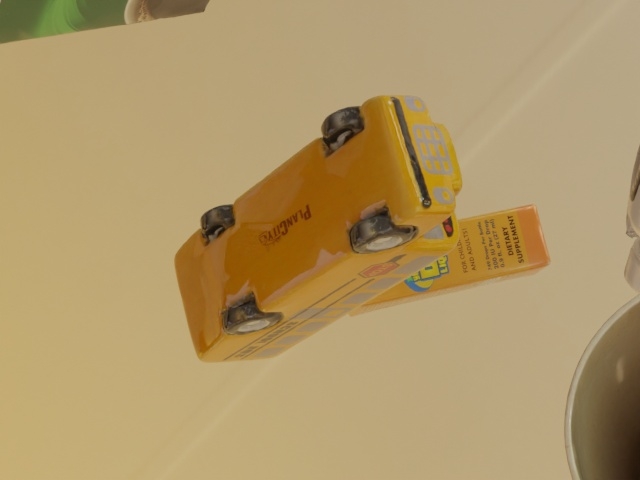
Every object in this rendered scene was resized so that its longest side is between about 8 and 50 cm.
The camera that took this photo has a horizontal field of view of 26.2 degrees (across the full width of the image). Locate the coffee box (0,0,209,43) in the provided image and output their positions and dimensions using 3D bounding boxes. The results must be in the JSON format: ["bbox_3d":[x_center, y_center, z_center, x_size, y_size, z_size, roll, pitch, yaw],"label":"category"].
[{"bbox_3d":[-0.110,-0.116,0.507,0.113,0.184,0.040,-47,-118,53],"label":"coffee box"}]

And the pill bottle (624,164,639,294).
[{"bbox_3d":[0.258,-0.041,0.910,0.094,0.094,0.169,39,-53,41],"label":"pill bottle"}]

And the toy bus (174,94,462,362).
[{"bbox_3d":[0.000,0.000,1.154,0.332,0.130,0.108,-34,-117,44],"label":"toy bus"}]

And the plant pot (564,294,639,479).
[{"bbox_3d":[0.335,0.186,1.141,0.256,0.274,0.257,-4,-110,10],"label":"plant pot"}]

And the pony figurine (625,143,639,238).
[{"bbox_3d":[0.427,-0.121,1.170,0.302,0.363,0.351,1,-87,6],"label":"pony figurine"}]

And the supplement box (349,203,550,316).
[{"bbox_3d":[0.137,0.023,1.572,0.080,0.233,0.078,109,-32,-82],"label":"supplement box"}]
